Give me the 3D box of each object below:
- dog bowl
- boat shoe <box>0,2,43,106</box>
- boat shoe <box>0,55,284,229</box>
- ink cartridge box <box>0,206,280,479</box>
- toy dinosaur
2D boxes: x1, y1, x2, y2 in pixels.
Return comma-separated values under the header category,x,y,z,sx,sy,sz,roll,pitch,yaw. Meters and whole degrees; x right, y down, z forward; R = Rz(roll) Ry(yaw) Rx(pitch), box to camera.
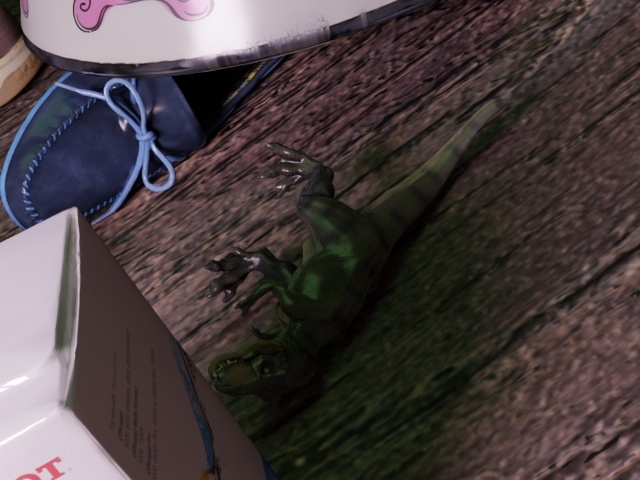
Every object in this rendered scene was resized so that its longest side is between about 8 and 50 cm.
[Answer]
category,x,y,z,sx,sy,sz,roll,pitch,yaw
dog bowl,-0.044,-0.273,1.426,0.408,0.150,0.408,-14,26,7
boat shoe,-0.402,-0.151,1.714,0.342,0.123,0.123,-12,37,33
boat shoe,-0.121,-0.103,1.403,0.089,0.109,0.258,17,59,48
ink cartridge box,-0.127,0.141,0.936,0.171,0.233,0.168,-27,31,11
toy dinosaur,0.000,0.000,1.186,0.118,0.064,0.268,17,55,35
